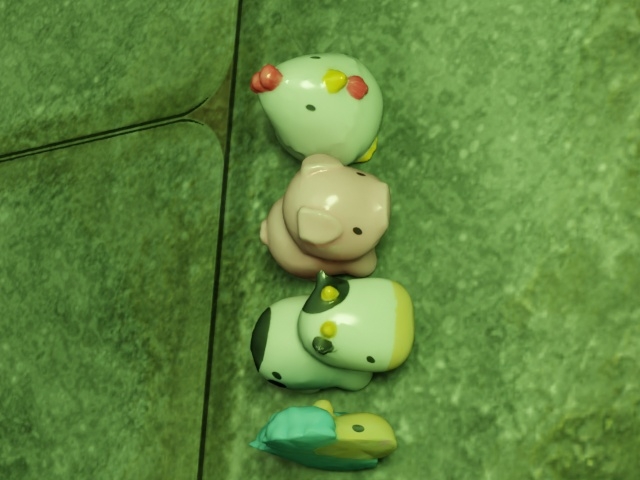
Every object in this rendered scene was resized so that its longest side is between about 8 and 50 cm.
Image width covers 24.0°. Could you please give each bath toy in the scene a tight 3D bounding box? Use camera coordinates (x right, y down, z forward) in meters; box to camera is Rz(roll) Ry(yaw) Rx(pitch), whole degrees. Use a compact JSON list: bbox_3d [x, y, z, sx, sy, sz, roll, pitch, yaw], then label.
[{"bbox_3d":[0.000,0.000,1.191,0.151,0.129,0.348,-15,64,32],"label":"bath toy"}]
